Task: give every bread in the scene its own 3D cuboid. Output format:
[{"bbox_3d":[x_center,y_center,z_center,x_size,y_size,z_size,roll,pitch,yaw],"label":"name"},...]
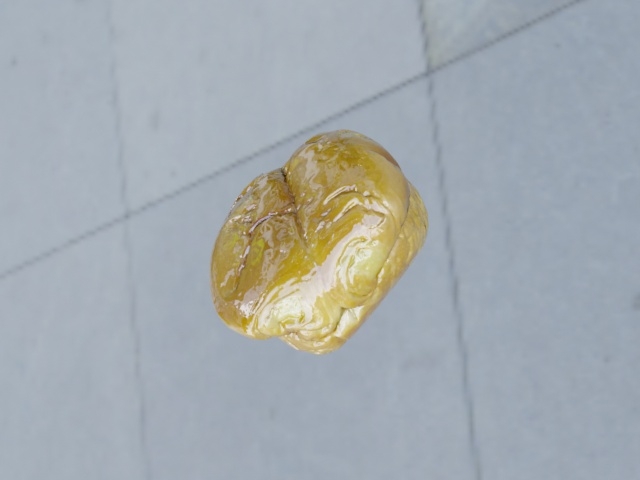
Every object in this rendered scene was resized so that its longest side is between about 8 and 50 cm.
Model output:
[{"bbox_3d":[0.000,0.000,0.607,0.083,0.046,0.081,-25,40,31],"label":"bread"}]
